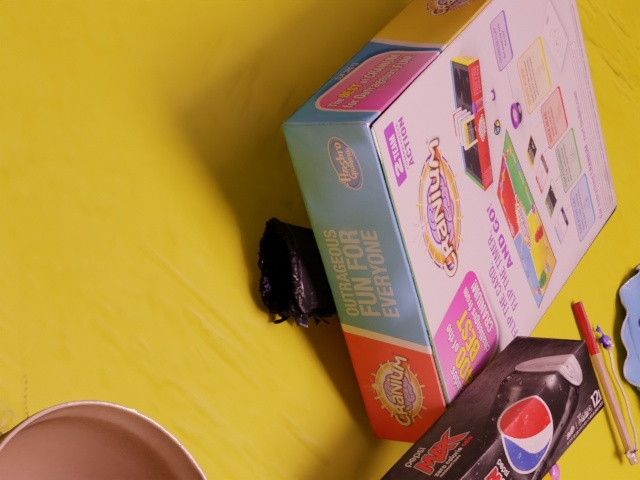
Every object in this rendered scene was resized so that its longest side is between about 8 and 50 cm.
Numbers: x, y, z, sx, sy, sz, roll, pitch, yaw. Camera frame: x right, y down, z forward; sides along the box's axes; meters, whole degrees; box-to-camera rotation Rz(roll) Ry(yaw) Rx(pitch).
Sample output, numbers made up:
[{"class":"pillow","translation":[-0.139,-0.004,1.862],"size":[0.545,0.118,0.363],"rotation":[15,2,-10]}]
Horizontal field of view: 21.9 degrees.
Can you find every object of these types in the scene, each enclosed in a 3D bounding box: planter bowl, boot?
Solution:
[{"class":"planter bowl","translation":[-0.139,0.172,0.839],"size":[0.162,0.109,0.162],"rotation":[19,60,-38]},{"class":"boot","translation":[0.000,0.000,1.098],"size":[0.099,0.045,0.121],"rotation":[4,77,-48]}]

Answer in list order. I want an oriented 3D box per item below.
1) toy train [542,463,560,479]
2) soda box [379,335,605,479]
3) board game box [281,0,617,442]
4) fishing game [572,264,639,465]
[{"class":"toy train","translation":[0.151,0.164,1.149],"size":[0.125,0.046,0.166],"rotation":[38,22,-27]},{"class":"soda box","translation":[0.111,0.127,1.045],"size":[0.169,0.060,0.053],"rotation":[-41,121,-39]},{"class":"board game box","translation":[0.105,-0.048,1.145],"size":[0.316,0.064,0.242],"rotation":[-47,129,-47]},{"class":"fishing game","translation":[0.316,0.101,1.383],"size":[0.264,0.041,0.189],"rotation":[-7,76,-46]}]
